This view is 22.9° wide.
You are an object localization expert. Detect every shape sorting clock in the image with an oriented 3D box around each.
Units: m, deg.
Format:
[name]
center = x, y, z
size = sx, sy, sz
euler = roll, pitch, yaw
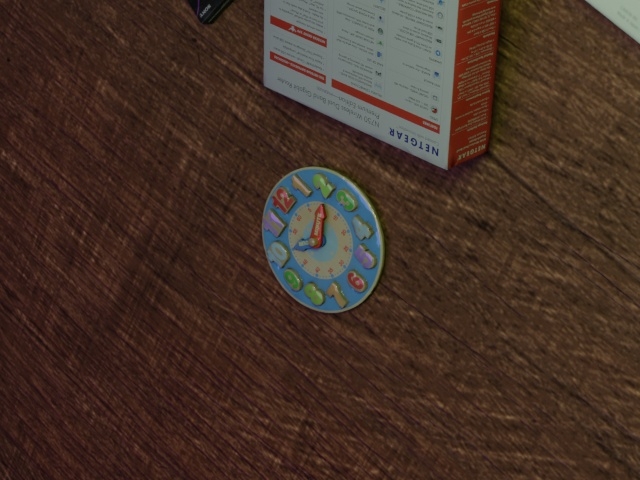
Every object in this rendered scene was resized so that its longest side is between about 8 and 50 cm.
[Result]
[shape sorting clock]
center = 0.000, 0.000, 2.170
size = 0.206, 0.040, 0.206
euler = 10, 106, 38

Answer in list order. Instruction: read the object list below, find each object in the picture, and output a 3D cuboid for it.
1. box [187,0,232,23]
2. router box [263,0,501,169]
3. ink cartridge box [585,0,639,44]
[box]
center = -0.166, -0.403, 2.227
size = 0.116, 0.029, 0.162
euler = -42, 74, 38
[router box]
center = 0.068, -0.287, 1.965
size = 0.335, 0.082, 0.301
euler = 29, 130, 37
[ink cartridge box]
center = 0.391, -0.430, 1.728
size = 0.308, 0.091, 0.385
euler = 45, 121, 24
